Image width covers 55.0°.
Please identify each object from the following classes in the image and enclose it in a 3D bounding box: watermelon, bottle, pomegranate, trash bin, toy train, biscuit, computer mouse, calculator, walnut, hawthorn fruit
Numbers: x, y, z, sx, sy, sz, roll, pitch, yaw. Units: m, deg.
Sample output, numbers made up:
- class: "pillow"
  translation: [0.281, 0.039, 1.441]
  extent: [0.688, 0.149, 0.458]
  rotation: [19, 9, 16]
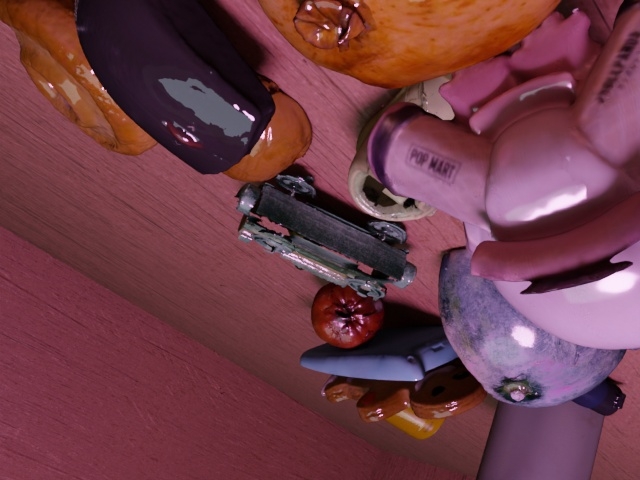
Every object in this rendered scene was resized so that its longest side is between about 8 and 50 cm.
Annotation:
- class: "watermelon"
  translation: [0.326, 0.151, 0.916]
  extent: [0.322, 0.175, 0.188]
  rotation: [29, 158, -14]
- class: "bottle"
  translation: [0.452, 0.251, 1.147]
  extent: [0.245, 0.072, 0.082]
  rotation: [29, 163, -10]
- class: "pomegranate"
  translation: [0.055, -0.192, 0.381]
  extent: [0.216, 0.215, 0.215]
  rotation: [21, 158, 9]
- class: "trash bin"
  translation: [0.467, 0.444, 1.313]
  extent: [0.277, 0.262, 0.217]
  rotation: [28, 158, -7]
- class: "toy train"
  translation: [-0.003, 0.008, 0.974]
  extent: [0.308, 0.126, 0.189]
  rotation: [25, 157, -13]
- class: "biscuit"
  translation: [-0.314, -0.212, 0.841]
  extent: [0.213, 0.091, 0.274]
  rotation: [31, 157, 21]
- class: "computer mouse"
  translation: [-0.179, -0.189, 0.677]
  extent: [0.269, 0.100, 0.170]
  rotation: [49, 149, -9]
- class: "calculator"
  translation: [0.124, 0.228, 1.279]
  extent: [0.256, 0.054, 0.386]
  rotation: [-12, 180, -37]
- class: "walnut"
  translation: [-0.103, -0.132, 0.836]
  extent: [0.167, 0.087, 0.211]
  rotation: [23, 158, -6]
- class: "biscuit"
  translation: [0.183, 0.275, 1.265]
  extent: [0.064, 0.283, 0.432]
  rotation: [68, 160, -4]
- class: "hawthorn fruit"
  translation: [0.055, 0.148, 1.247]
  extent: [0.148, 0.148, 0.172]
  rotation: [22, 174, 6]

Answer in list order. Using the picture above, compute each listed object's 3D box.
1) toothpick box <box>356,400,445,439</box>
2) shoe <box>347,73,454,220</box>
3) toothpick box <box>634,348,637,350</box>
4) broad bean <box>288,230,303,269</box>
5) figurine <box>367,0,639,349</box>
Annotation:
- class: "toothpick box"
  translation: [0.182, 0.369, 1.560]
  extent: [0.271, 0.175, 0.175]
  rotation: [31, 157, -6]
- class: "shoe"
  translation: [0.125, -0.095, 0.668]
  extent: [0.140, 0.128, 0.262]
  rotation: [18, 164, -22]
- class: "toothpick box"
  translation: [0.441, 0.094, 0.767]
  extent: [0.153, 0.101, 0.101]
  rotation: [4, 150, 40]
- class: "broad bean"
  translation: [-0.042, 0.003, 1.141]
  extent: [0.069, 0.039, 0.226]
  rotation: [9, 153, 18]
- class: "figurine"
  translation: [0.219, -0.022, 0.509]
  extent: [0.253, 0.210, 0.361]
  rotation: [-8, 162, 36]
